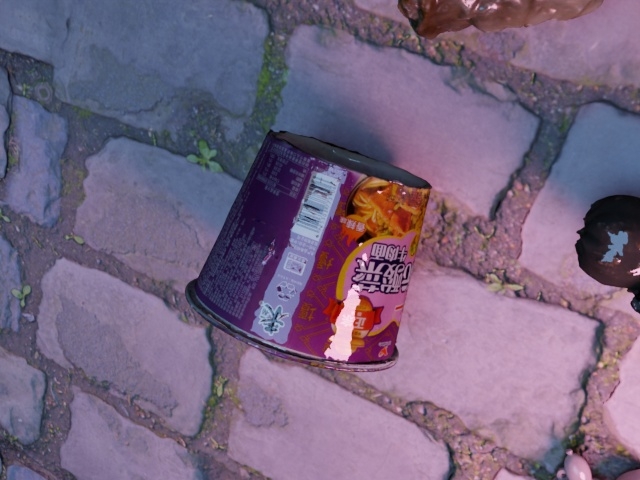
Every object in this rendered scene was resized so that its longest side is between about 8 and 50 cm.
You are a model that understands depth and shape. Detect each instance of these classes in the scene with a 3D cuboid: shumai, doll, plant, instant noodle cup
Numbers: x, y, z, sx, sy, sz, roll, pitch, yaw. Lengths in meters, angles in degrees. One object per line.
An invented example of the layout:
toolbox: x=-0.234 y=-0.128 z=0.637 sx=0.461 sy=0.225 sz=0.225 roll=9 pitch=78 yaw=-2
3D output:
shumai: x=0.246 y=-0.379 z=0.961 sx=0.263 sy=0.304 sz=0.309 roll=14 pitch=103 yaw=11
doll: x=0.416 y=0.385 z=1.201 sx=0.160 sy=0.059 sz=0.161 roll=-4 pitch=102 yaw=27
plant: x=0.458 y=0.016 z=1.035 sx=0.256 sy=0.142 sz=0.164 roll=16 pitch=111 yaw=11
instant noodle cup: x=0.000 y=0.000 z=1.184 sx=0.340 sy=0.340 sz=0.266 roll=23 pitch=101 yaw=20
